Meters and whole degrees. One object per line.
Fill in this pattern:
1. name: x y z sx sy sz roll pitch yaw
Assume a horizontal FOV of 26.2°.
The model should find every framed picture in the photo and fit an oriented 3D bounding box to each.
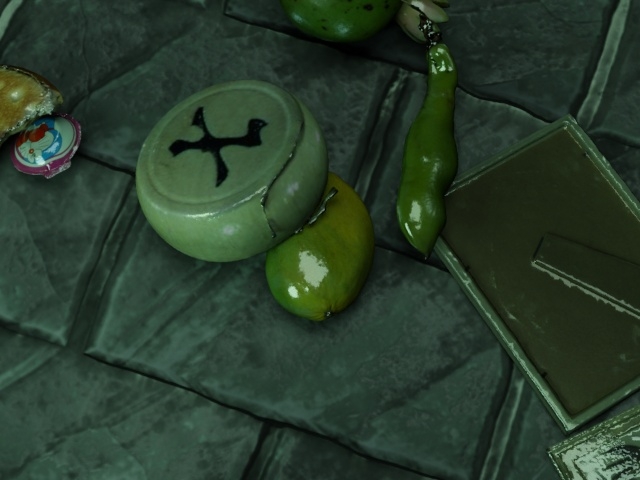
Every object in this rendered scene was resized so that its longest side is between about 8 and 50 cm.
1. framed picture: 0.291 0.030 1.616 0.247 0.022 0.335 -29 68 -13
2. framed picture: 0.390 0.256 1.519 0.231 0.010 0.173 -25 68 -11

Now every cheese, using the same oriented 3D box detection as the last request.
1. cheese: -0.342 -0.133 1.684 0.095 0.038 0.145 -28 56 -4

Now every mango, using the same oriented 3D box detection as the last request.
1. mango: 0.003 0.002 1.596 0.122 0.085 0.191 9 66 10

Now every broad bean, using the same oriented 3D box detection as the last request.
1. broad bean: 0.124 -0.126 1.638 0.098 0.056 0.318 14 65 -37

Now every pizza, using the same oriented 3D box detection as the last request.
1. pizza: -0.407 -0.125 1.661 0.185 0.052 0.195 17 70 36

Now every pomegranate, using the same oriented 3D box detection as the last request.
1. pomegranate: 0.057 -0.321 1.709 0.225 0.187 0.187 24 65 -20

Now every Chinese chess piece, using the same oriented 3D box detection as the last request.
1. Chinese chess piece: -0.100 -0.084 1.591 0.238 0.092 0.237 -12 48 14
